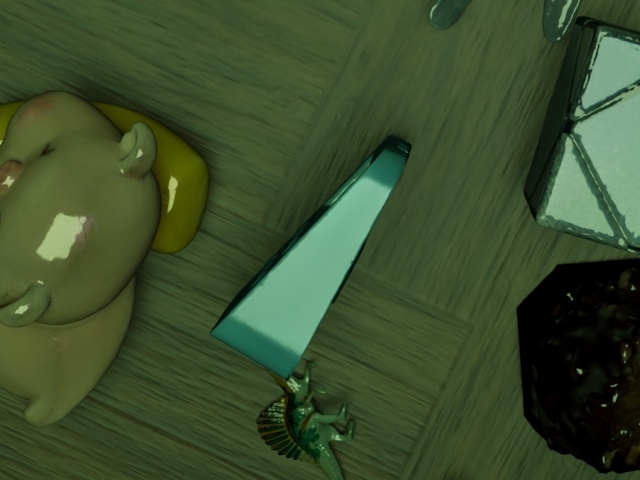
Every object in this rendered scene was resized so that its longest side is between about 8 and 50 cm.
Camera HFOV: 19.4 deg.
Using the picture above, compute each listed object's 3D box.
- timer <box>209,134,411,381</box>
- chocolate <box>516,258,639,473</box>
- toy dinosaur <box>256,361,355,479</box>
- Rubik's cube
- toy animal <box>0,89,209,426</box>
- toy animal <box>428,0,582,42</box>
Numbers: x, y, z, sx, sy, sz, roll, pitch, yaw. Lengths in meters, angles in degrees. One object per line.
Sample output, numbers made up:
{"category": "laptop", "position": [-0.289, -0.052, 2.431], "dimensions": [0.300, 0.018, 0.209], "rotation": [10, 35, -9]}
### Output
{"category": "timer", "position": [0.000, 0.000, 1.875], "dimensions": [0.091, 0.232, 0.250], "rotation": [32, 98, 0]}
{"category": "chocolate", "position": [0.313, 0.147, 1.913], "dimensions": [0.206, 0.177, 0.224], "rotation": [-4, 100, 3]}
{"category": "toy dinosaur", "position": [-0.018, 0.205, 2.006], "dimensions": [0.106, 0.044, 0.187], "rotation": [6, 112, 15]}
{"category": "Rubik's cube", "position": [0.329, -0.097, 1.857], "dimensions": [0.205, 0.207, 0.205], "rotation": [17, 101, 1]}
{"category": "toy animal", "position": [-0.295, -0.002, 1.876], "dimensions": [0.277, 0.247, 0.345], "rotation": [34, 99, -1]}
{"category": "toy animal", "position": [0.203, -0.318, 1.880], "dimensions": [0.239, 0.176, 0.255], "rotation": [40, 119, -19]}
